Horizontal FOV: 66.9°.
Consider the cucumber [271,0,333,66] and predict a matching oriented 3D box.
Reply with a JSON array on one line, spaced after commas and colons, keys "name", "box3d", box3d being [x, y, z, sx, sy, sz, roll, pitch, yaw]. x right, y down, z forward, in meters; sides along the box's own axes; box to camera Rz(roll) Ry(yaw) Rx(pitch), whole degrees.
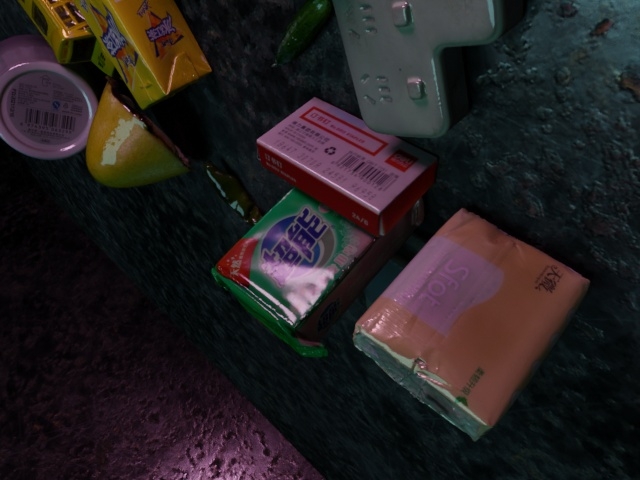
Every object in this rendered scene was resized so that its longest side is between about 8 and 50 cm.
[{"name": "cucumber", "box3d": [-0.026, -0.268, 0.622, 0.037, 0.037, 0.155, 54, 150, -7]}]

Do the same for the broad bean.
[{"name": "broad bean", "box3d": [-0.175, -0.088, 1.035, 0.195, 0.046, 0.061, 44, 140, 3]}]

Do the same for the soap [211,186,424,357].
[{"name": "soap", "box3d": [0.001, 0.002, 0.670, 0.218, 0.273, 0.098, 31, 157, 33]}]

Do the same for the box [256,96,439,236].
[{"name": "box", "box3d": [0.028, -0.107, 0.647, 0.229, 0.123, 0.050, 33, 152, 28]}]

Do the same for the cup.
[{"name": "cup", "box3d": [-0.639, -0.331, 1.121, 0.371, 0.253, 0.253, 37, 152, 50]}]

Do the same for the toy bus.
[{"name": "toy bus", "box3d": [-0.487, -0.461, 0.930, 0.330, 0.152, 0.144, 57, 149, -12]}]

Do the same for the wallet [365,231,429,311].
[{"name": "wallet", "box3d": [0.166, 0.149, 0.799, 0.252, 0.083, 0.360, 35, 150, 36]}]

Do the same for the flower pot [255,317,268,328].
[{"name": "flower pot", "box3d": [-0.073, 0.062, 0.929, 0.212, 0.212, 0.202, 57, 161, -12]}]

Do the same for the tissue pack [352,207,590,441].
[{"name": "tissue pack", "box3d": [0.172, 0.085, 0.566, 0.186, 0.222, 0.090, 36, 159, 26]}]

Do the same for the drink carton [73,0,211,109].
[{"name": "drink carton", "box3d": [-0.340, -0.414, 0.824, 0.154, 0.111, 0.351, 4, 129, 54]}]

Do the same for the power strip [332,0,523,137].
[{"name": "power strip", "box3d": [0.095, -0.228, 0.473, 0.194, 0.059, 0.265, 18, 137, 45]}]

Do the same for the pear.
[{"name": "pear", "box3d": [-0.408, -0.189, 1.028, 0.267, 0.178, 0.267, 43, 175, 4]}]
